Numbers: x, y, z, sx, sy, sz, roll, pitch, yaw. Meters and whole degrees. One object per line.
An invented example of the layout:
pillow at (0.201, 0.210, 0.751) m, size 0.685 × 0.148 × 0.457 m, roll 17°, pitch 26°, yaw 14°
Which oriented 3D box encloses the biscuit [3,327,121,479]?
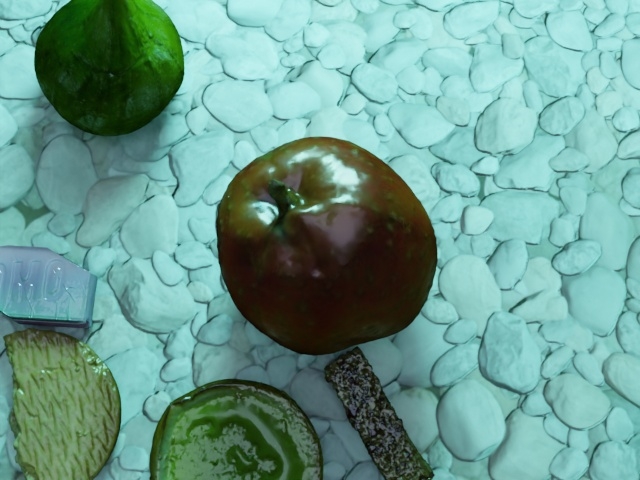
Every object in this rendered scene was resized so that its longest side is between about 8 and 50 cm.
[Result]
biscuit at (-0.330, 0.217, 1.009) m, size 0.144 × 0.033 × 0.224 m, roll -14°, pitch 79°, yaw -8°

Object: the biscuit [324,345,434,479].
biscuit at (0.074, 0.239, 1.025) m, size 0.064 × 0.034 × 0.199 m, roll -29°, pitch 80°, yaw -8°

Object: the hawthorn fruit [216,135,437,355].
hawthorn fruit at (0.000, 0.000, 0.957) m, size 0.275 × 0.300 × 0.275 m, roll -8°, pitch 64°, yaw 16°

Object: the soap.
soap at (-0.374, 0.060, 1.030) m, size 0.149 × 0.056 × 0.100 m, roll 5°, pitch 75°, yaw -2°

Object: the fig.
fig at (-0.279, -0.252, 1.014) m, size 0.203 × 0.235 × 0.203 m, roll 2°, pitch 77°, yaw -7°

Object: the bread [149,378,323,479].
bread at (-0.107, 0.287, 0.987) m, size 0.236 × 0.070 × 0.236 m, roll 0°, pitch 79°, yaw -2°
